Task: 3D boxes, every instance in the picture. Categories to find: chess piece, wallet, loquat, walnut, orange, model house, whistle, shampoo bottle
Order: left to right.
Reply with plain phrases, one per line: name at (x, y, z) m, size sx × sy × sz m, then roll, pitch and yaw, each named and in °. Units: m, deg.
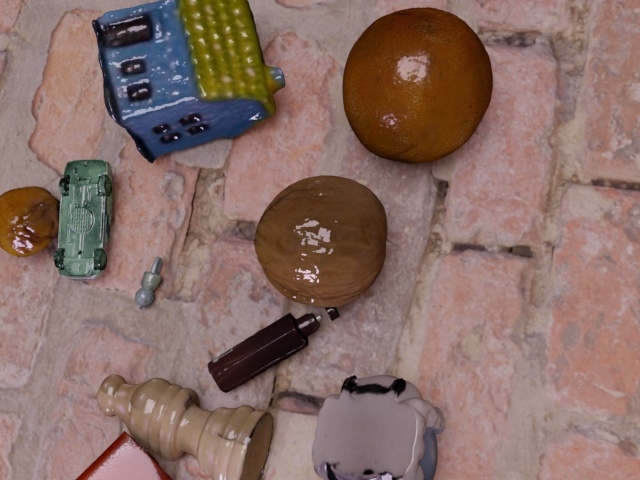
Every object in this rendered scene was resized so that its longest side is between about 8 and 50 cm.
loquat at (-0.537, -0.037, 1.679) m, size 0.137 × 0.113 × 0.137 m, roll -10°, pitch 47°, yaw 11°
wallet at (-0.339, 0.427, 1.461) m, size 0.142 × 0.045 × 0.204 m, roll 43°, pitch 74°, yaw 9°
whistle at (-0.306, 0.077, 1.637) m, size 0.035 × 0.035 × 0.100 m, roll 15°, pitch 77°, yaw 14°
chess piece at (-0.241, 0.310, 1.525) m, size 0.307 × 0.138 × 0.124 m, roll 17°, pitch 36°, yaw 19°
model house at (-0.224, -0.304, 1.646) m, size 0.303 × 0.215 × 0.237 m, roll -14°, pitch 72°, yaw 1°
shampoo bottle at (-0.075, 0.175, 1.548) m, size 0.236 × 0.068 × 0.067 m, roll -30°, pitch 115°, yaw 5°
walnut at (0.000, 0.000, 1.505) m, size 0.228 × 0.228 × 0.228 m, roll -3°, pitch 74°, yaw 10°
orange at (0.160, -0.254, 1.536) m, size 0.264 × 0.264 × 0.264 m, roll -3°, pitch 74°, yaw 10°

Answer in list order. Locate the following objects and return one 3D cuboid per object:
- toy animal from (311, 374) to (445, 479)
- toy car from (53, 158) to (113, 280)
toy animal at (0.107, 0.316, 1.426) m, size 0.208 × 0.156 × 0.204 m, roll -5°, pitch 68°, yaw 41°
toy car at (-0.427, -0.036, 1.671) m, size 0.090 × 0.076 × 0.224 m, roll 0°, pitch 82°, yaw 9°
